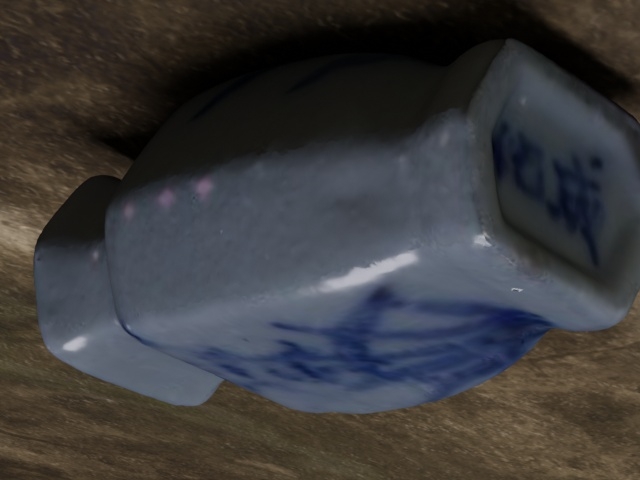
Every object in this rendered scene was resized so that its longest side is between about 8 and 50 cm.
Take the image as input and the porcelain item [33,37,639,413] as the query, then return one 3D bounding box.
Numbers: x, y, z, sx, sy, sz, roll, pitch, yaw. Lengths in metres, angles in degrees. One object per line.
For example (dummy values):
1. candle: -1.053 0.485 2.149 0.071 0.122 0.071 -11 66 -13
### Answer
1. porcelain item: 0.000 0.000 0.952 0.242 0.178 0.405 27 151 -36
